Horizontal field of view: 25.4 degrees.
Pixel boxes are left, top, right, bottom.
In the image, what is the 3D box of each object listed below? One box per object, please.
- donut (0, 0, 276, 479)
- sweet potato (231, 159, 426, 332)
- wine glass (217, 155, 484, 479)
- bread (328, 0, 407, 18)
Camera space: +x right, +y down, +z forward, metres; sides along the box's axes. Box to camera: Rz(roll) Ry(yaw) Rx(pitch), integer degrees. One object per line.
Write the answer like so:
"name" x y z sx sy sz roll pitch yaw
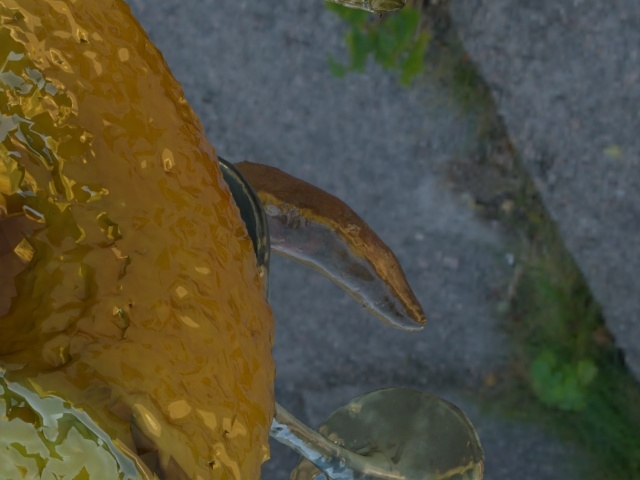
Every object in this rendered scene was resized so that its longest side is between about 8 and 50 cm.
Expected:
"donut" -0.191 -0.025 0.532 0.163 0.378 0.435 -33 144 27
"sweet potato" 0.001 0.000 1.565 0.291 0.097 0.097 32 145 5
"wine glass" -0.046 0.139 1.134 0.267 0.267 0.406 -12 145 31
"bread" -0.012 -0.277 0.968 0.253 0.142 0.227 31 166 20
